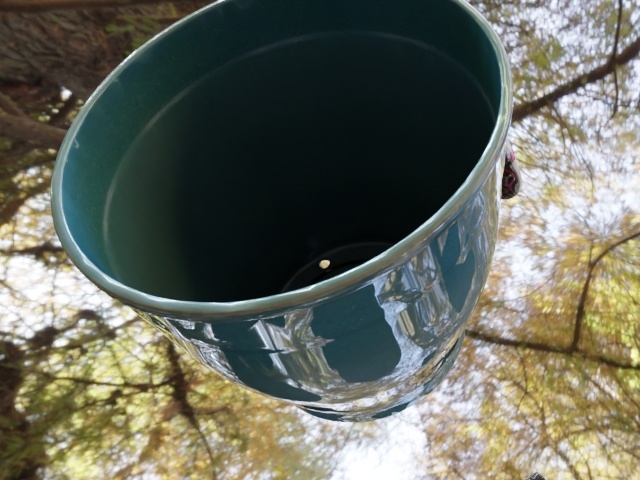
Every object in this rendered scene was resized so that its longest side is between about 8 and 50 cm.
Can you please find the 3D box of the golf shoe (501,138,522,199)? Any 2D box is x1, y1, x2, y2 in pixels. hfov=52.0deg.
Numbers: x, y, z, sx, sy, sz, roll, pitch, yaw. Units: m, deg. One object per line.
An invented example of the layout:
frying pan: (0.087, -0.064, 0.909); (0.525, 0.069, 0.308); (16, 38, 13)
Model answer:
golf shoe: (0.222, -0.142, 0.882); (0.067, 0.085, 0.186); (-41, -107, 48)

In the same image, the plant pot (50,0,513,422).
plant pot: (0.000, 0.000, 0.472); (0.271, 0.255, 0.272); (-9, -129, 11)

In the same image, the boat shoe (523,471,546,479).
boat shoe: (0.313, 0.352, 0.874); (0.049, 0.152, 0.056); (-47, -142, 5)
